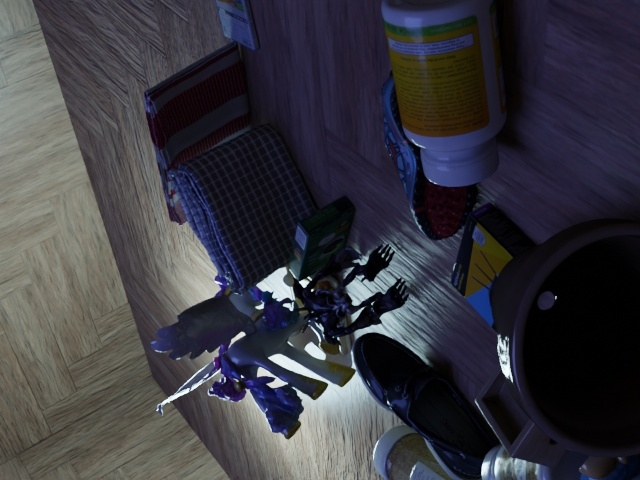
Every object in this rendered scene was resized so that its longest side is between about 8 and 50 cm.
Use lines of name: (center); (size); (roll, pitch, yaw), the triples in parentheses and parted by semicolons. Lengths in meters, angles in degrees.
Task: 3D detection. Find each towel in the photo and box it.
towel: (-0.228, -0.208, 1.900); (0.037, 0.237, 0.329); (32, 145, 32)
towel: (-0.135, -0.063, 1.874); (0.121, 0.235, 0.283); (-16, 104, 55)

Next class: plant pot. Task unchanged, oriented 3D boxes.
plant pot: (0.313, 0.096, 1.135); (0.229, 0.263, 0.263); (-139, 24, -79)

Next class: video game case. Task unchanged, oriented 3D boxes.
video game case: (-0.165, -0.446, 1.774); (0.119, 0.015, 0.166); (36, 147, 47)

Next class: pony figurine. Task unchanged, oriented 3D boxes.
pony figurine: (-0.152, 0.229, 1.945); (0.363, 0.351, 0.303); (38, 141, 17)

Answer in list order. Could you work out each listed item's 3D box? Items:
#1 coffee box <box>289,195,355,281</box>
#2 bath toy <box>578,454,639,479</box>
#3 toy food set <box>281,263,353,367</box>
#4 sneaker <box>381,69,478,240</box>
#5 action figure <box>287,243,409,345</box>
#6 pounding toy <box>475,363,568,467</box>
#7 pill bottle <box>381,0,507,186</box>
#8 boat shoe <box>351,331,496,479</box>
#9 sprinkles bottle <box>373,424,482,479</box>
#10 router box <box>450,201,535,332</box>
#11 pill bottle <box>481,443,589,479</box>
coffee box: (0.000, 0.000, 1.816); (0.040, 0.113, 0.184); (51, 157, 21)
bath toy: (0.493, 0.384, 1.207); (0.348, 0.151, 0.129); (43, 116, 37)
toy food set: (-0.040, 0.149, 2.102); (0.220, 0.092, 0.306); (37, 148, 45)
sneaker: (0.153, -0.130, 1.392); (0.125, 0.104, 0.262); (-127, 21, -67)
action figure: (0.056, 0.103, 1.789); (0.276, 0.141, 0.164); (-26, 95, 52)
pounding toy: (0.333, 0.225, 1.306); (0.181, 0.094, 0.206); (-61, 28, 20)
pill bottle: (0.162, -0.198, 1.201); (0.136, 0.136, 0.245); (33, 144, 49)
boat shoe: (0.192, 0.288, 1.726); (0.340, 0.127, 0.113); (53, 155, 15)
sprinkles bottle: (0.245, 0.475, 1.835); (0.355, 0.121, 0.121); (22, 136, 57)
router box: (0.261, 0.048, 1.399); (0.133, 0.046, 0.179); (49, 155, 28)
pill bottle: (0.345, 0.358, 1.471); (0.131, 0.131, 0.229); (60, 158, 4)
